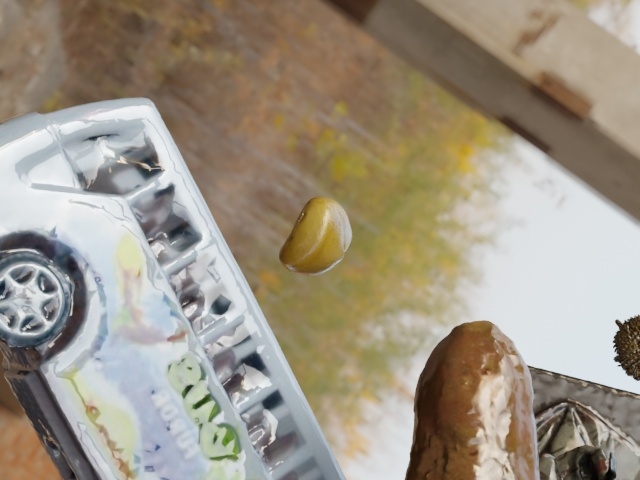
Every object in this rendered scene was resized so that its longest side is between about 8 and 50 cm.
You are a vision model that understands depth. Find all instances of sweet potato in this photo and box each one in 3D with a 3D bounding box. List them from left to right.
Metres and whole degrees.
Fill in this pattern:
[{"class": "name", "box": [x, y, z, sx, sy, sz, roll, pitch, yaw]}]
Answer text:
[{"class": "sweet potato", "box": [0.051, 0.216, 0.830, 0.095, 0.106, 0.355, 15, -94, 68]}]

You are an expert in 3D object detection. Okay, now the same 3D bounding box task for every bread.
[{"class": "bread", "box": [0.000, 0.000, 1.649, 0.082, 0.056, 0.115, -60, 176, -2]}]

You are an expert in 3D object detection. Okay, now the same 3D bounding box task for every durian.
[{"class": "durian", "box": [0.365, 0.120, 1.936, 0.080, 0.091, 0.080, -30, 147, -21]}]

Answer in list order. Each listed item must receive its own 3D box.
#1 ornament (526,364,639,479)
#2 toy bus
[{"class": "ornament", "box": [0.151, 0.165, 1.014, 0.196, 0.153, 0.166, 134, -30, -86]}, {"class": "toy bus", "box": [-0.088, 0.081, 0.876, 0.136, 0.330, 0.109, -30, -170, -23]}]
